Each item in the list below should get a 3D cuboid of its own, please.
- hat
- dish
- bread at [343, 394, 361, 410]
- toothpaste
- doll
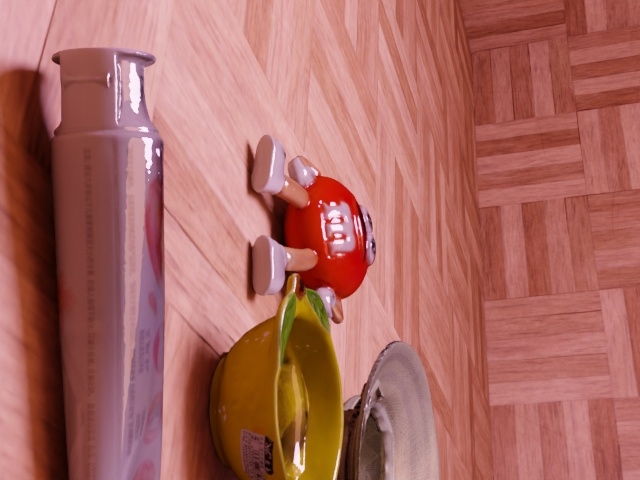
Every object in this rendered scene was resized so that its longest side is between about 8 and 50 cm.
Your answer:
[{"bbox_3d":[0.034,0.225,0.908,0.252,0.110,0.252,-3,90,-68],"label":"hat"},{"bbox_3d":[-0.041,0.132,0.739,0.149,0.080,0.208,-13,97,-71],"label":"dish"},{"bbox_3d":[0.034,0.243,1.044,0.193,0.036,0.112,-67,142,-54],"label":"bread"},{"bbox_3d":[-0.119,0.055,0.532,0.100,0.066,0.323,-4,92,-79],"label":"toothpaste"},{"bbox_3d":[0.000,0.000,0.936,0.217,0.085,0.183,30,53,-60],"label":"doll"}]
